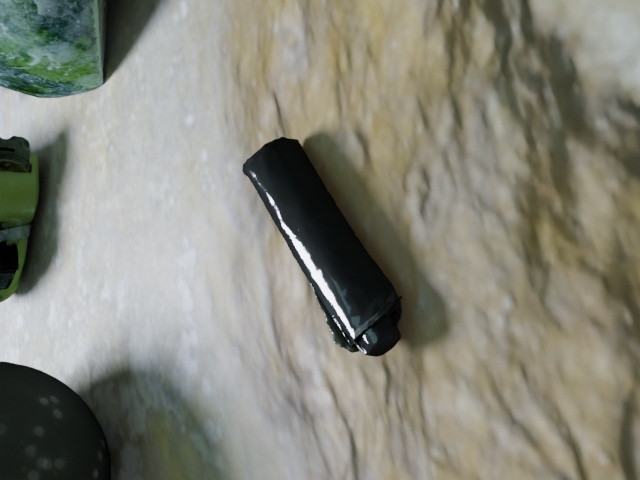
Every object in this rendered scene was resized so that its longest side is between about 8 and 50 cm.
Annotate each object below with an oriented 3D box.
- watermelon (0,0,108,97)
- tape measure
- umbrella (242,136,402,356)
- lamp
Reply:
[{"bbox_3d":[-0.225,-0.268,0.468,0.290,0.213,0.320,-23,119,39],"label":"watermelon"},{"bbox_3d":[-0.333,-0.013,0.648,0.177,0.088,0.154,-1,90,48],"label":"tape measure"},{"bbox_3d":[0.001,-0.001,0.347,0.036,0.031,0.133,-51,57,35],"label":"umbrella"},{"bbox_3d":[-0.272,0.163,0.551,0.314,0.182,0.181,30,112,61],"label":"lamp"}]
